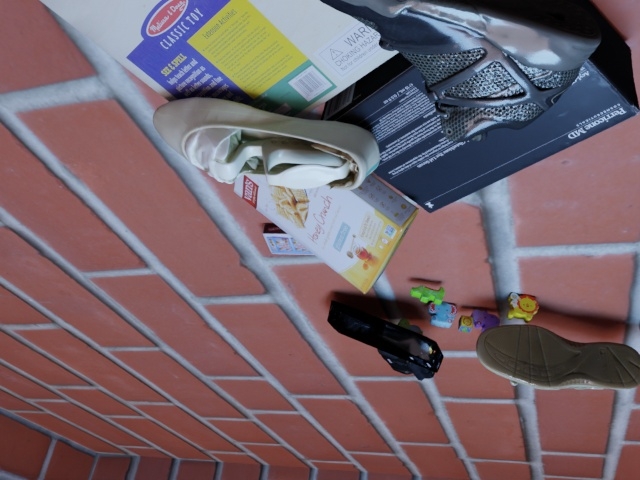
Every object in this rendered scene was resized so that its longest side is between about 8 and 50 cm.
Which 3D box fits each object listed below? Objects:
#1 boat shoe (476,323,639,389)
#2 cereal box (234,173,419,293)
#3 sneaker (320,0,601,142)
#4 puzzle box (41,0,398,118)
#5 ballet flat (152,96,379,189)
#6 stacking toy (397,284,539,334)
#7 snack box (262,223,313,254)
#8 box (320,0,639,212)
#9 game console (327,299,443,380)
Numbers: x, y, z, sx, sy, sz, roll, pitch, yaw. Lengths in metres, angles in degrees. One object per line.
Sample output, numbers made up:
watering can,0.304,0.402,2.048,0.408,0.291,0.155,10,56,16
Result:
boat shoe,0.401,0.213,1.097,0.285,0.104,0.089,11,158,-1
cereal box,-0.005,-0.052,0.819,0.240,0.047,0.173,37,149,11
sneaker,0.090,-0.152,0.520,0.228,0.087,0.130,17,135,-2
puzzle box,-0.041,-0.252,0.557,0.409,0.052,0.272,-25,129,39
ballet flat,-0.064,-0.093,0.656,0.249,0.086,0.086,7,149,8
stacking toy,0.259,0.138,1.162,0.221,0.052,0.167,11,147,1
snack box,0.000,0.000,1.026,0.178,0.022,0.064,1,149,13
box,0.154,-0.153,0.662,0.184,0.103,0.261,34,141,-27
game console,0.148,0.219,1.283,0.213,0.043,0.361,20,164,24
